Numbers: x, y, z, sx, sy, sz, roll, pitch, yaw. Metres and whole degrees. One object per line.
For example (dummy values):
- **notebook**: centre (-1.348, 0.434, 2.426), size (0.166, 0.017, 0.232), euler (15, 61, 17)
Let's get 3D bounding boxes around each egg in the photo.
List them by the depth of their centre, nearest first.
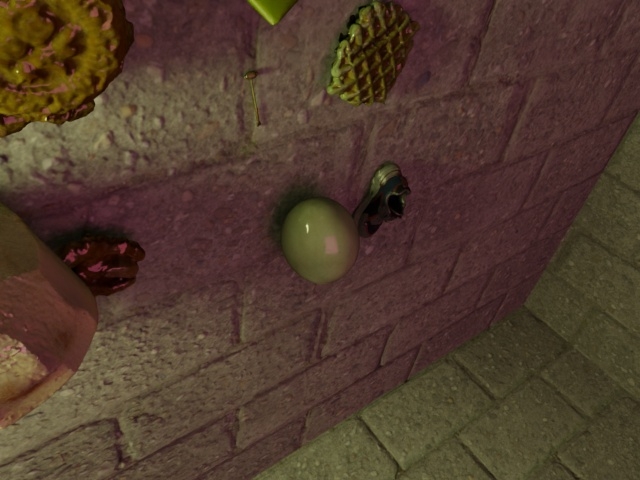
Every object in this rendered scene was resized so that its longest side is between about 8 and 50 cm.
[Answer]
- **egg**: centre (0.000, 0.000, 1.265), size (0.186, 0.186, 0.253), euler (-37, 149, -11)

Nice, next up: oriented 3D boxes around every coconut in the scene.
- **coconut**: centre (-0.496, 0.117, 0.763), size (0.297, 0.297, 0.309), euler (-36, 142, -14)

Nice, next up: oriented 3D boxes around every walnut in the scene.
- **walnut**: centre (-0.413, 0.045, 0.973), size (0.170, 0.069, 0.143), euler (3, 124, -51)

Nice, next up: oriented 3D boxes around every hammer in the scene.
- **hammer**: centre (-0.123, -0.264, 1.000), size (0.029, 0.014, 0.123), euler (-24, 145, -15)

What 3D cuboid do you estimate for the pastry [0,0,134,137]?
- **pastry**: centre (-0.354, -0.263, 0.655), size (0.240, 0.132, 0.235), euler (-18, 148, -25)

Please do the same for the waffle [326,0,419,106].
- **waffle**: centre (0.110, -0.376, 1.090), size (0.207, 0.054, 0.214), euler (-1, 122, -43)

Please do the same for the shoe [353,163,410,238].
- **shoe**: centre (0.180, -0.085, 1.428), size (0.099, 0.125, 0.228), euler (-11, 133, -45)

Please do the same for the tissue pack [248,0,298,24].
- **tissue pack**: centre (-0.099, -0.451, 0.662), size (0.200, 0.167, 0.274), euler (-44, 149, 13)
